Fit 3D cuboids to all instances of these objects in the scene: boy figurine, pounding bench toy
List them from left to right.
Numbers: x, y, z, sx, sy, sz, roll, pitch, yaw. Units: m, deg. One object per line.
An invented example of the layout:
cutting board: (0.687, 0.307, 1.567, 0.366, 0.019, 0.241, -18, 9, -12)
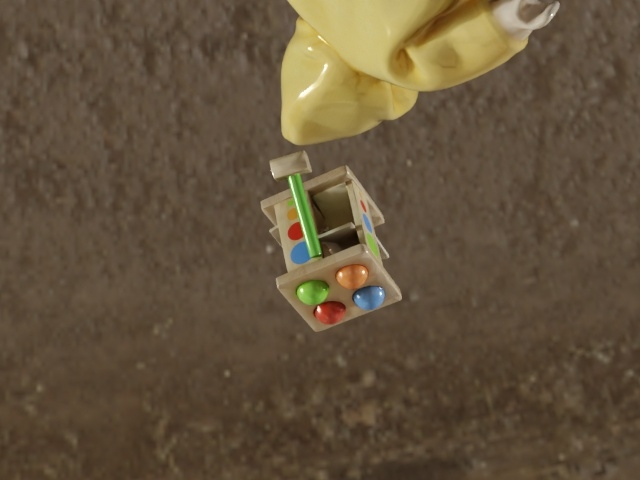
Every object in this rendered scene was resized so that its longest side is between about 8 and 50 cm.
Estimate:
pounding bench toy: (0.000, 0.000, 0.807, 0.052, 0.065, 0.083, -22, 141, 14)
boy figurine: (0.046, -0.150, 0.820, 0.177, 0.092, 0.285, 37, 140, 16)
